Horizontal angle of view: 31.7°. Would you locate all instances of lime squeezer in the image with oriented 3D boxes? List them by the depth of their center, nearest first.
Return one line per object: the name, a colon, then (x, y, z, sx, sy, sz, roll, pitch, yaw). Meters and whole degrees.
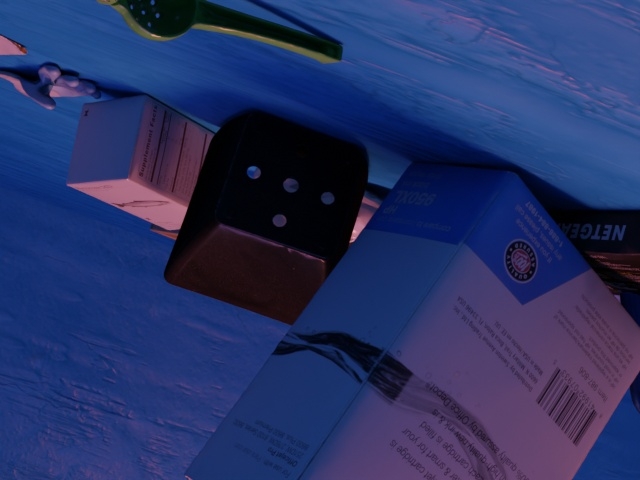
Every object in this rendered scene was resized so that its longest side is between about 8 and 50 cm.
lime squeezer: (-0.104, -0.170, 0.730, 0.110, 0.059, 0.310, 15, 171, 30)

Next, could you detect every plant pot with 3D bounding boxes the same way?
plant pot: (-0.046, -0.033, 1.200, 0.188, 0.187, 0.167, 19, 160, -5)

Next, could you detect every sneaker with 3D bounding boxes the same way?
sneaker: (0.003, -0.016, 1.396, 0.232, 0.115, 0.090, 13, 171, 36)

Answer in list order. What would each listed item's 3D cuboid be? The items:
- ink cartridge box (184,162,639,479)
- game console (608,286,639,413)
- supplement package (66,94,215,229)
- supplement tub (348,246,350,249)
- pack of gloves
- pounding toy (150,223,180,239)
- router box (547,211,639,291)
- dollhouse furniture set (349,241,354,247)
ink cartridge box: (0.105, 0.164, 1.099, 0.285, 0.395, 0.166, 46, 162, -30)
game console: (0.425, 0.147, 1.333, 0.293, 0.173, 0.250, 22, 172, -22)
supplement package: (-0.192, -0.087, 1.330, 0.105, 0.105, 0.179, -1, 162, 36)
supplement tub: (0.079, 0.044, 1.658, 0.190, 0.117, 0.117, 22, 172, -30)
pack of gloves: (-0.377, -0.192, 1.314, 0.195, 0.046, 0.232, 22, 172, -36)
pounding toy: (-0.137, -0.020, 1.814, 0.206, 0.094, 0.181, 22, 173, -30)
router box: (0.309, 0.014, 1.117, 0.133, 0.046, 0.179, 22, 172, -25)
dollhouse furniture set: (0.000, 0.000, 1.475, 0.182, 0.101, 0.161, 41, -177, -9)
